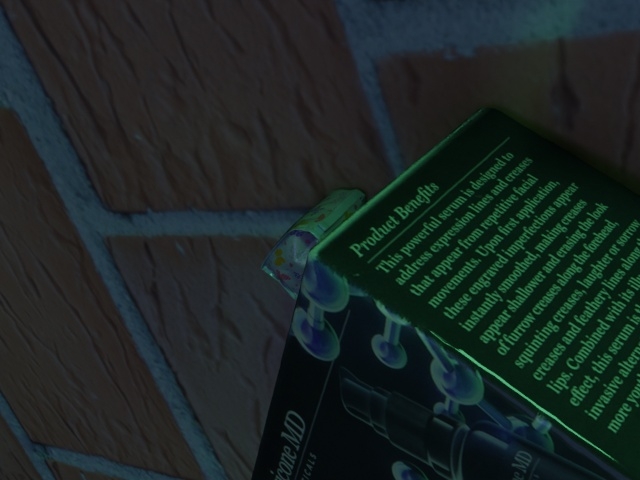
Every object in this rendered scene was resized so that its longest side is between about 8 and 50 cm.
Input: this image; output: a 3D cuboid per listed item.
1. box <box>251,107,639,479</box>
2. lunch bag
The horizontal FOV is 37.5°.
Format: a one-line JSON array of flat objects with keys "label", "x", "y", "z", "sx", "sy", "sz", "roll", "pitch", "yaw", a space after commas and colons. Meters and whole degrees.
[{"label": "box", "x": 0.178, "y": 0.155, "z": 0.632, "sx": 0.396, "sy": 0.212, "sz": 0.293, "roll": 35, "pitch": 139, "yaw": 20}, {"label": "lunch bag", "x": 0.000, "y": 0.000, "z": 0.774, "sx": 0.053, "sy": 0.071, "sz": 0.083, "roll": 42, "pitch": 138, "yaw": 3}]
